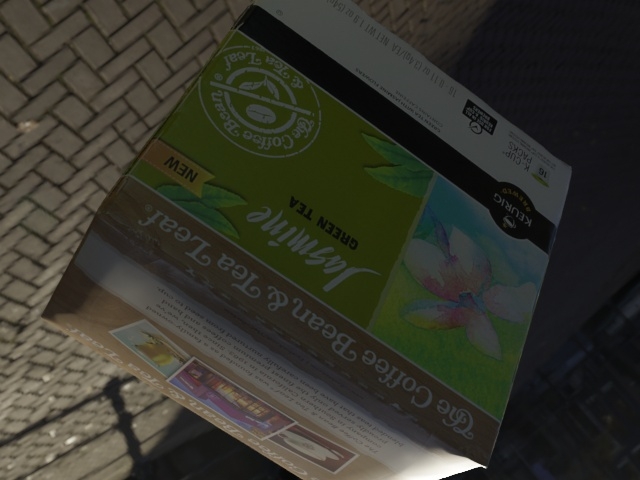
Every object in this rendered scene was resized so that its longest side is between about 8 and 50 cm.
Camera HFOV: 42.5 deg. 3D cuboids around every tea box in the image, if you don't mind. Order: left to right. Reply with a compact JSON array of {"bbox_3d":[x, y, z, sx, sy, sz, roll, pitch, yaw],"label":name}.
[{"bbox_3d":[0.000,0.000,0.721,0.220,0.329,0.323,-42,-162,54],"label":"tea box"}]
